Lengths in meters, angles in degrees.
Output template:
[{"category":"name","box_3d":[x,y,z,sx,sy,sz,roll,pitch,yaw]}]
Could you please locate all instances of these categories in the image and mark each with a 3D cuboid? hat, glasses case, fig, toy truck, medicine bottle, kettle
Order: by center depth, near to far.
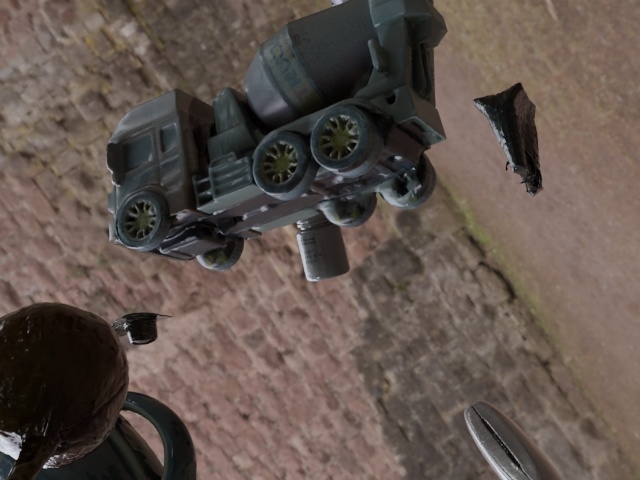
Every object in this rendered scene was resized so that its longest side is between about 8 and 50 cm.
[{"category":"toy truck","box_3d":[-0.029,-0.077,0.619,0.108,0.257,0.140,20,-124,-59]},{"category":"fig","box_3d":[-0.311,0.202,0.977,0.190,0.191,0.290,56,-162,-37]},{"category":"glasses case","box_3d":[0.239,0.267,1.071,0.092,0.059,0.233,50,-179,-23]},{"category":"kettle","box_3d":[-0.350,0.408,1.501,0.342,0.319,0.247,26,-178,37]},{"category":"medicine bottle","box_3d":[0.000,0.000,1.553,0.080,0.080,0.130,-120,17,-85]},{"category":"hat","box_3d":[-0.337,0.171,1.708,0.121,0.121,0.050,56,-164,-74]}]

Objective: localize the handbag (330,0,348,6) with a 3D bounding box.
[{"category":"handbag","box_3d":[0.088,-0.339,1.332,0.173,0.095,0.117,56,-154,13]}]

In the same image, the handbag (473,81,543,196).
[{"category":"handbag","box_3d":[0.352,-0.173,1.604,0.270,0.089,0.175,16,-121,-68]}]
